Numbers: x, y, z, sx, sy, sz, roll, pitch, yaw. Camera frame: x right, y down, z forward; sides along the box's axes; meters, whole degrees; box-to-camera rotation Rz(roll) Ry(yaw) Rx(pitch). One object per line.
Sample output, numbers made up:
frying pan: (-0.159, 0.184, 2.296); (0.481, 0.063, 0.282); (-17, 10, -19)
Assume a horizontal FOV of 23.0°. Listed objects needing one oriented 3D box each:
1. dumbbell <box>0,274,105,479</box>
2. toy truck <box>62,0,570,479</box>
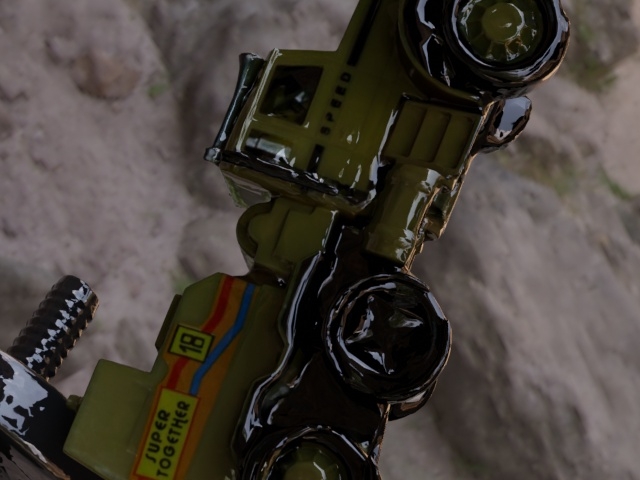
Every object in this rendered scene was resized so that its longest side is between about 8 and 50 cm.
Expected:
dumbbell: (-0.177, 0.137, 0.626); (0.143, 0.143, 0.325); (47, 53, -21)
toy truck: (0.005, 0.000, 0.629); (0.127, 0.257, 0.127); (24, -9, 7)
